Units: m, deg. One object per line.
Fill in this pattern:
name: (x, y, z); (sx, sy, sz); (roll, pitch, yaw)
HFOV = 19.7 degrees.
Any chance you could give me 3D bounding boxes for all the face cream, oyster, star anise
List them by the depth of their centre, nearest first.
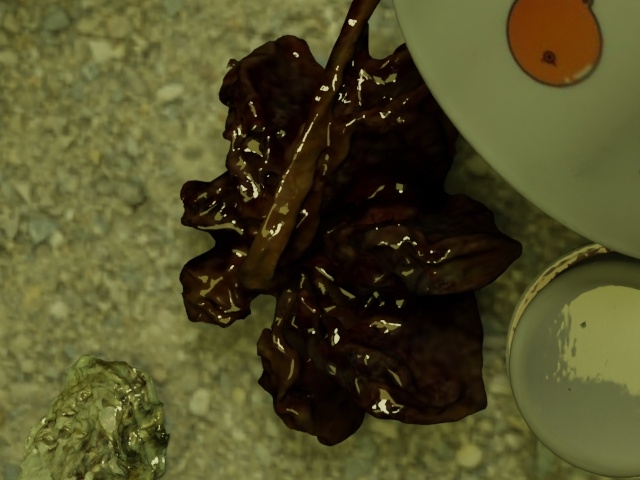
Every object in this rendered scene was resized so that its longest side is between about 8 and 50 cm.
face cream: (0.151, 0.055, 0.888); (0.117, 0.104, 0.117); (4, 100, 21)
star anise: (0.000, 0.000, 0.925); (0.190, 0.126, 0.220); (-32, 78, 53)
oyster: (-0.135, 0.116, 1.039); (0.098, 0.037, 0.100); (1, 98, 20)

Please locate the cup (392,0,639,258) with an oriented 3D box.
cup: (0.204, -0.159, 0.727); (0.212, 0.212, 0.317); (52, 131, 6)
